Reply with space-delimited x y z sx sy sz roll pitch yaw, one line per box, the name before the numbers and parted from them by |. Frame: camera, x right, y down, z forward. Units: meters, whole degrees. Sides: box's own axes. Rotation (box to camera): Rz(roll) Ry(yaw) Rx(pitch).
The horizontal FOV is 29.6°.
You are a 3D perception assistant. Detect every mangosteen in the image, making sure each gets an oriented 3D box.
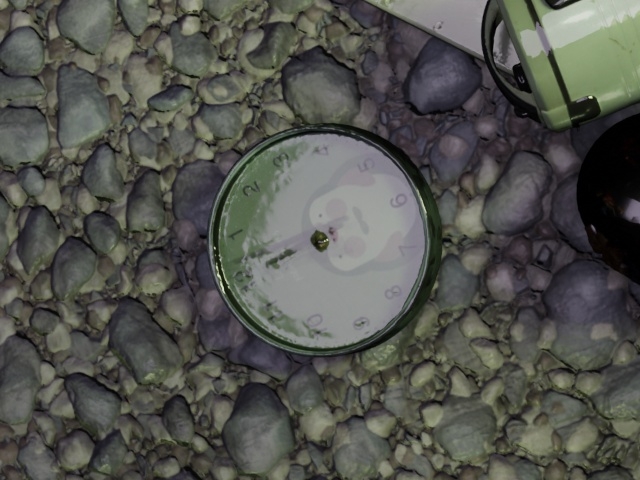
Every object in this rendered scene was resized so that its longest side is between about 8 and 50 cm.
mangosteen | 0.422 -0.052 1.433 0.243 0.243 0.243 1 92 15

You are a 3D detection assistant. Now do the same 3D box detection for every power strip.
power strip | 0.190 -0.301 1.563 0.367 0.043 0.106 29 98 12

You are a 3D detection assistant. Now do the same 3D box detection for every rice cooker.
rice cooker | 0.307 -0.252 1.403 0.244 0.226 0.226 -22 86 16

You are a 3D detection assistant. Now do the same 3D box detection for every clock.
clock | 0.001 0.001 1.614 0.319 0.066 0.319 1 93 15
